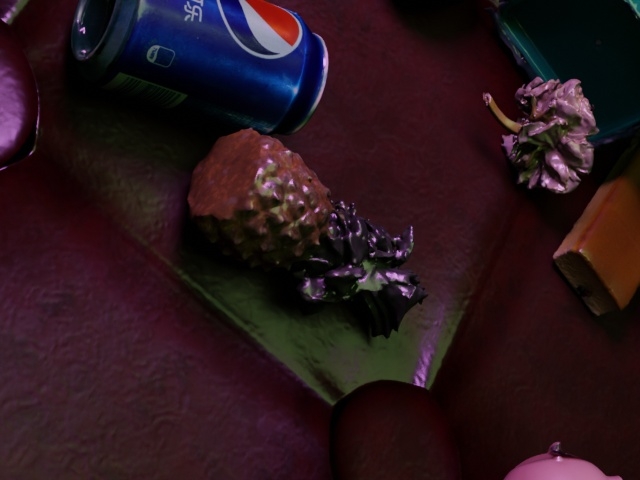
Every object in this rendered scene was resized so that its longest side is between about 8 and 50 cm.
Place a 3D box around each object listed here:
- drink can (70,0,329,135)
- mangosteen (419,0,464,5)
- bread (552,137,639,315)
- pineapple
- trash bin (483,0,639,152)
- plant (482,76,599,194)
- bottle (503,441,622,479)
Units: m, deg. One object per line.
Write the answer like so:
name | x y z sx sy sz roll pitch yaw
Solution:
drink can | -0.100 -0.160 1.282 0.204 0.118 0.118 17 64 -32
mangosteen | 0.118 -0.300 1.502 0.140 0.140 0.140 13 66 -32
bread | 0.322 -0.024 1.587 0.088 0.049 0.226 50 51 -11
pineapple | 0.000 0.000 1.310 0.237 0.111 0.119 36 87 -31
trash bin | 0.375 -0.285 1.598 0.381 0.295 0.259 -38 97 -28
plant | 0.211 -0.107 1.503 0.121 0.104 0.117 7 86 -28
bottle | 0.213 0.297 1.335 0.147 0.147 0.237 16 57 -31
